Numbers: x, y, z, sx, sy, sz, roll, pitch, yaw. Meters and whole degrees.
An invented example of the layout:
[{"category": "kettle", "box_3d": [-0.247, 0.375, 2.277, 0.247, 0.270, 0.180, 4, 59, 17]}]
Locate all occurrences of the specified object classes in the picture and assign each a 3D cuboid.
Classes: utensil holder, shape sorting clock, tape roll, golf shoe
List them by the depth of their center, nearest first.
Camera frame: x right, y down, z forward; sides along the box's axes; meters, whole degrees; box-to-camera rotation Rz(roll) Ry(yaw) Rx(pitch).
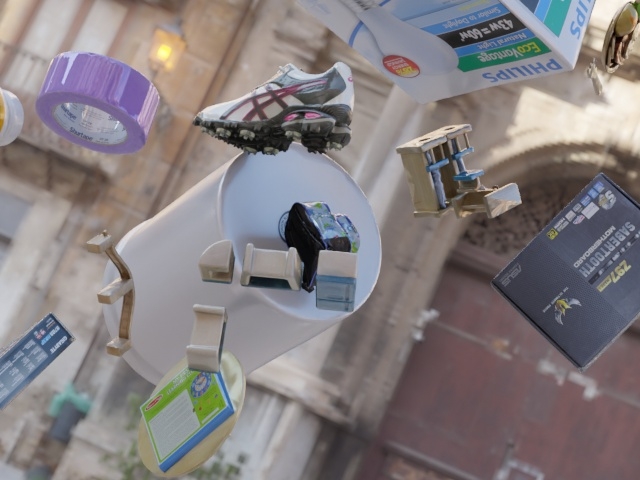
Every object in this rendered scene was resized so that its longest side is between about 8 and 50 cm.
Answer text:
[{"category": "shape sorting clock", "box_3d": [-0.188, 0.251, 1.894, 0.206, 0.206, 0.040, 12, -19, 46]}, {"category": "golf shoe", "box_3d": [-0.063, -0.192, 1.898, 0.273, 0.120, 0.105, 2, -18, 34]}, {"category": "tape roll", "box_3d": [-0.362, -0.221, 2.105, 0.189, 0.080, 0.189, 13, -25, 6]}, {"category": "utensil holder", "box_3d": [-0.133, 0.047, 2.118, 0.328, 0.327, 0.385, 29, -35, -21]}]

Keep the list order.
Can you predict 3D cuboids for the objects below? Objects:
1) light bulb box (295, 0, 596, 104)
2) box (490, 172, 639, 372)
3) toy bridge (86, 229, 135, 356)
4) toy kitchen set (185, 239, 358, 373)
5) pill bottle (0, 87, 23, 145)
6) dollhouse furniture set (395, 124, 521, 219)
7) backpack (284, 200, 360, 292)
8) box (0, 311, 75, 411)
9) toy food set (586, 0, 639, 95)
[{"category": "light bulb box", "box_3d": [0.198, -0.427, 2.078, 0.361, 0.225, 0.358, 35, -25, -31]}, {"category": "box", "box_3d": [0.391, 0.046, 1.868, 0.183, 0.233, 0.059, 46, 3, 18]}, {"category": "toy bridge", "box_3d": [-0.296, 0.071, 1.872, 0.026, 0.063, 0.188, 7, -63, 28]}, {"category": "toy kitchen set", "box_3d": [-0.061, 0.103, 1.711, 0.207, 0.166, 0.122, 6, -21, 3]}, {"category": "pill bottle", "box_3d": [-0.528, -0.187, 1.877, 0.118, 0.117, 0.208, 19, 8, 21]}, {"category": "dollhouse furniture set", "box_3d": [0.247, -0.118, 2.161, 0.184, 0.129, 0.129, 1, -68, 52]}, {"category": "backpack", "box_3d": [0.000, 0.000, 1.912, 0.084, 0.105, 0.114, -8, 49, -31]}, {"category": "box", "box_3d": [-0.421, 0.195, 1.589, 0.175, 0.220, 0.051, -34, -80, 36]}, {"category": "toy food set", "box_3d": [0.500, -0.333, 2.126, 0.038, 0.192, 0.132, 23, -8, 25]}]
